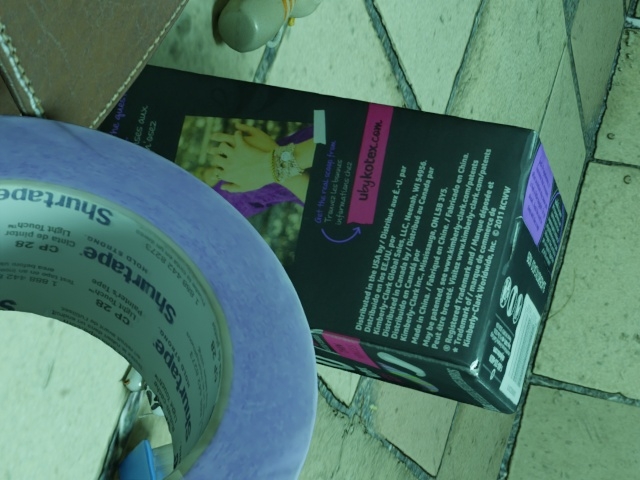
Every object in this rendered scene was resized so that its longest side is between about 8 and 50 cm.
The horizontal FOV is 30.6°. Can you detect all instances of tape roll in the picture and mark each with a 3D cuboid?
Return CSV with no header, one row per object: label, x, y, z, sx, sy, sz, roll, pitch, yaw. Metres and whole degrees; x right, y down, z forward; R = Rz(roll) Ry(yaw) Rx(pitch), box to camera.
tape roll,-0.102,0.053,0.388,0.189,0.189,0.080,-57,175,-42

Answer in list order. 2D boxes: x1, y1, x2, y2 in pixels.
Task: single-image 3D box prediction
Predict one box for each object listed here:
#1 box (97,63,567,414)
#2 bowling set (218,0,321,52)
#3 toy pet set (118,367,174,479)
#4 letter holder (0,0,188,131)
box,0.000,0.000,0.733,0.165,0.270,0.143,43,62,-66
bowling set,0.039,-0.259,0.806,0.154,0.200,0.287,-49,149,-53
toy pet set,-0.116,0.144,0.851,0.122,0.065,0.114,71,2,-58
letter holder,-0.110,-0.166,0.532,0.214,0.152,0.302,75,34,-54
